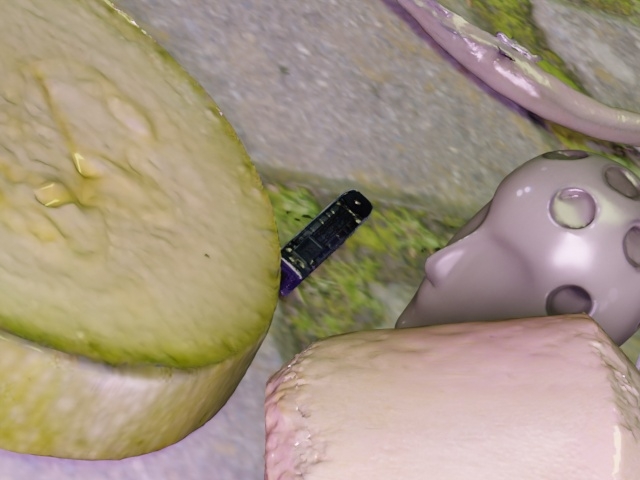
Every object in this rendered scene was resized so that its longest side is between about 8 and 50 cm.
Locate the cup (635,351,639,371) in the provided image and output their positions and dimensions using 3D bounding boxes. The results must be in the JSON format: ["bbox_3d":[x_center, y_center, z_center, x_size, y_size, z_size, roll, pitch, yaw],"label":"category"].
[{"bbox_3d":[0.210,0.092,0.864,0.133,0.136,0.099,18,2,-29],"label":"cup"}]

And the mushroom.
[{"bbox_3d":[0.141,-0.087,1.070,0.306,0.043,0.068,20,18,-22],"label":"mushroom"}]

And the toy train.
[{"bbox_3d":[0.000,0.000,0.834,0.017,0.017,0.083,41,32,4],"label":"toy train"}]

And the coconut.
[{"bbox_3d":[0.058,0.095,0.628,0.152,0.147,0.147,-3,39,-1],"label":"coconut"}]

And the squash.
[{"bbox_3d":[-0.122,-0.032,0.728,0.252,0.049,0.252,26,32,-18],"label":"squash"}]

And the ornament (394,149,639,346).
[{"bbox_3d":[0.064,0.034,0.718,0.081,0.156,0.075,24,33,-21],"label":"ornament"}]
